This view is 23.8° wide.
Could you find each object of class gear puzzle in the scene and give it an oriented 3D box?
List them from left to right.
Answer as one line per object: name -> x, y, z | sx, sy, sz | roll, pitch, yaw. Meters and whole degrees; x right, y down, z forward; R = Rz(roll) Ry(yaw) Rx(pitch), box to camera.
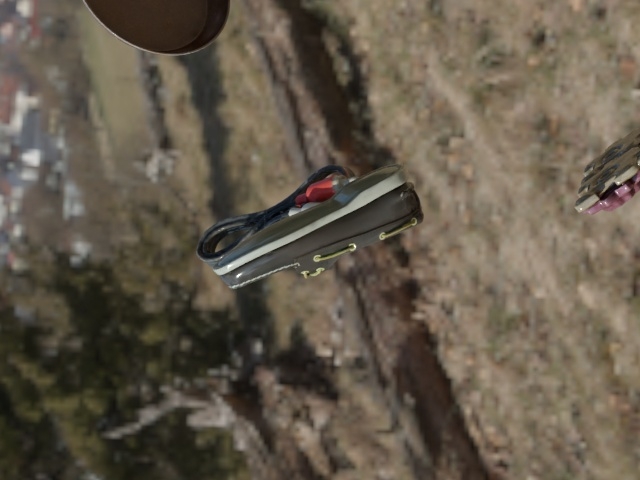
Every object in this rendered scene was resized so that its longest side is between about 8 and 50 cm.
gear puzzle -> 0.412, -0.137, 1.569 | 0.339, 0.044, 0.175 | -38, 6, 22

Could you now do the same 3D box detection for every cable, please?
cable -> -0.058, -0.037, 2.063 | 0.287, 0.072, 0.139 | -4, 68, 34

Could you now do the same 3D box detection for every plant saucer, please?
plant saucer -> -0.170, -0.251, 1.501 | 0.029, 0.169, 0.168 | -40, 46, 51

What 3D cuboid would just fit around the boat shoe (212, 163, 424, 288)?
boat shoe -> 0.000, 0.000, 1.582 | 0.068, 0.228, 0.081 | 64, 175, -16
